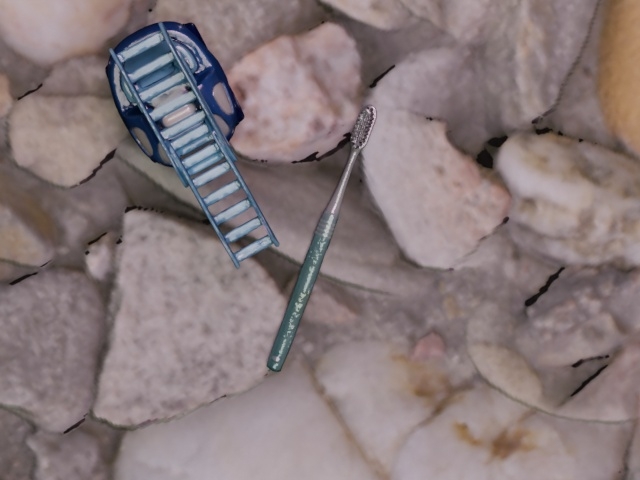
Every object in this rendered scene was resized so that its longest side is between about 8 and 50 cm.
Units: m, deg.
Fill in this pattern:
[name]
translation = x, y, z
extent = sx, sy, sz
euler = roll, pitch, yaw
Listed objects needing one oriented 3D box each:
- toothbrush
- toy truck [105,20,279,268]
[toothbrush]
translation = 0.000, 0.000, 0.857
extent = 0.011, 0.014, 0.167
euler = 22, 100, 9
[toy truck]
translation = -0.067, -0.055, 0.811
extent = 0.063, 0.074, 0.136
euler = -30, 103, 2
